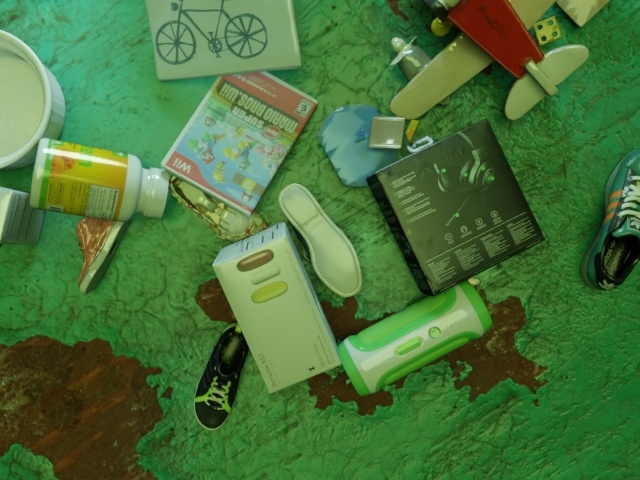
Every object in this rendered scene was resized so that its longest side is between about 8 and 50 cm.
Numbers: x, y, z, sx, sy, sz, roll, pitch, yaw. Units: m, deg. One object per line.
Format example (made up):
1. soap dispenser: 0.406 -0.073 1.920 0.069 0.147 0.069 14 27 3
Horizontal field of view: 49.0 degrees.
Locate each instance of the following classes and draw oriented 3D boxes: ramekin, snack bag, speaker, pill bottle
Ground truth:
1. ramekin: -0.651 -0.268 1.396 0.277 0.135 0.277 0 89 1
2. snack bag: -0.206 -0.491 1.358 0.323 0.037 0.342 -2 108 18
3. speaker: 0.184 0.192 1.393 0.297 0.131 0.131 -28 89 0
4. pill bottle: -0.428 -0.111 1.370 0.246 0.136 0.136 9 90 -21

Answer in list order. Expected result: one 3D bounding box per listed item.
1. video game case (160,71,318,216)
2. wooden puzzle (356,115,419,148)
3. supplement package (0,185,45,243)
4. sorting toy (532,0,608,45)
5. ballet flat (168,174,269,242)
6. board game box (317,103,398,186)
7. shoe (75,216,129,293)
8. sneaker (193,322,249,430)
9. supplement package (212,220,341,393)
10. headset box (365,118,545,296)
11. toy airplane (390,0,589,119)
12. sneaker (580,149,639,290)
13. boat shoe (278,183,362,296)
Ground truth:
1. video game case: -0.159 -0.215 1.413 0.204 0.025 0.285 29 75 0
2. wooden puzzle: 0.135 -0.216 1.410 0.116 0.014 0.078 12 75 21
3. supplement package: -0.625 -0.053 1.371 0.105 0.179 0.105 13 89 1
4. sorting toy: 0.524 -0.519 1.433 0.274 0.046 0.132 -44 90 9
5. ballet flat: -0.213 -0.062 1.422 0.241 0.077 0.091 31 89 0
6. board game box: 0.077 -0.196 1.446 0.133 0.033 0.168 -29 95 -5
7. shoe: -0.467 0.015 1.432 0.081 0.063 0.178 26 84 2
8. sneaker: -0.202 0.271 1.408 0.084 0.097 0.234 16 90 1
9. supplement package: -0.082 0.119 1.338 0.145 0.204 0.261 -23 99 1
10. headset box: 0.255 -0.072 1.381 0.246 0.131 0.283 -27 92 -5
11. toy airplane: 0.326 -0.427 1.357 0.386 0.272 0.384 -7 127 -8
12. sneaker: 0.620 -0.040 1.396 0.108 0.121 0.302 19 89 0
13. boat shoe: 0.000 0.000 1.420 0.095 0.079 0.254 -38 87 2
